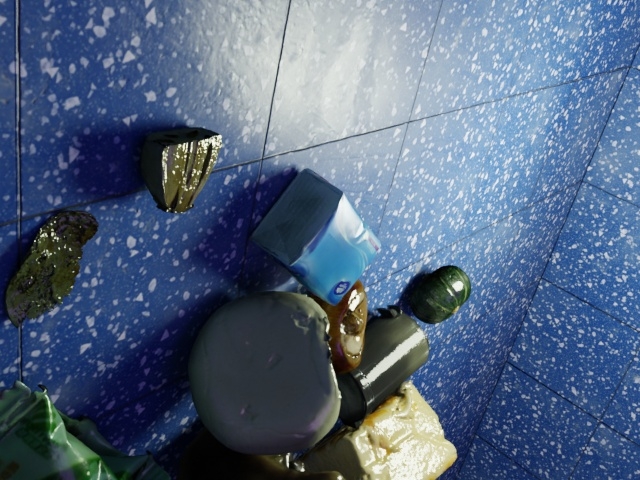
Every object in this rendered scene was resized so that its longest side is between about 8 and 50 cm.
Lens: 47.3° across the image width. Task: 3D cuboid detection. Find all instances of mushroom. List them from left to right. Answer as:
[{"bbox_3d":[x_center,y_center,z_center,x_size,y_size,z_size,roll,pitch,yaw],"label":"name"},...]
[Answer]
[{"bbox_3d":[0.042,0.202,1.811,0.253,0.153,0.253,7,90,-73],"label":"mushroom"}]

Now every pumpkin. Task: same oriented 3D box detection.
[{"bbox_3d":[0.374,0.165,2.284,0.212,0.152,0.211,-39,169,-9],"label":"pumpkin"}]

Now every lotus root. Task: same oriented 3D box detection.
[{"bbox_3d":[-0.245,-0.118,1.219,0.143,0.070,0.144,-14,125,-57],"label":"lotus root"}]

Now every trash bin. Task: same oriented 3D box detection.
[{"bbox_3d":[0.147,0.352,2.080,0.302,0.203,0.252,-32,115,-38],"label":"trash bin"}]

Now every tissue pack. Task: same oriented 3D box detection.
[{"bbox_3d":[0.000,0.000,1.600,0.198,0.146,0.263,-53,150,-7],"label":"tissue pack"}]

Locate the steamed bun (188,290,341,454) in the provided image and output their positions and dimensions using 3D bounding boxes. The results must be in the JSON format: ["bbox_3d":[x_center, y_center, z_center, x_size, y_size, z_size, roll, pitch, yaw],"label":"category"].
[{"bbox_3d":[-0.120,0.286,1.560,0.233,0.312,0.333,99,-10,-71],"label":"steamed bun"}]

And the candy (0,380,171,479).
[{"bbox_3d":[-0.486,0.417,1.284,0.263,0.172,0.398,-53,137,-15],"label":"candy"}]

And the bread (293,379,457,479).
[{"bbox_3d":[0.152,0.662,2.193,0.390,0.279,0.371,-26,166,-41],"label":"bread"}]

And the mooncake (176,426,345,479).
[{"bbox_3d":[-0.115,0.548,1.637,0.394,0.394,0.246,-77,161,-60],"label":"mooncake"}]

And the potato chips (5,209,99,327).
[{"bbox_3d":[-0.424,0.047,1.159,0.209,0.026,0.142,-49,151,-13],"label":"potato chips"}]
